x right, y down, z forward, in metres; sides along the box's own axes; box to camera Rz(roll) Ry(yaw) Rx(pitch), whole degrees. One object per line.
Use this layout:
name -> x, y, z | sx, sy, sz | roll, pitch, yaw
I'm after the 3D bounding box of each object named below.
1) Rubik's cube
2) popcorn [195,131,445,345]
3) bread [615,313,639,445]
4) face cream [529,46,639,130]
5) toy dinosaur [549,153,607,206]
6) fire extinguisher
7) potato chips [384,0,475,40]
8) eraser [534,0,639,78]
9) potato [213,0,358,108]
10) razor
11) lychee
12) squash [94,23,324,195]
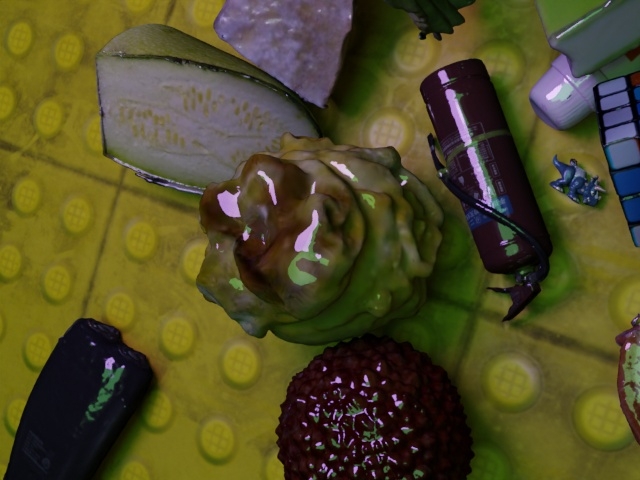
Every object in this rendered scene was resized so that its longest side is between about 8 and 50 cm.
Rubik's cube -> 0.414, -0.108, 0.901 | 0.155, 0.154, 0.151 | -14, 120, 24
popcorn -> 0.004, -0.005, 1.049 | 0.312, 0.312, 0.313 | -2, 85, 25
bread -> 0.451, 0.182, 0.910 | 0.190, 0.123, 0.244 | -48, 67, 16
face cream -> 0.410, -0.274, 0.976 | 0.345, 0.102, 0.102 | -43, 70, 15
toy dinosaur -> 0.337, -0.079, 1.033 | 0.083, 0.030, 0.047 | 38, 101, 22
fire extinguisher -> 0.222, -0.064, 1.055 | 0.141, 0.105, 0.342 | -37, 67, 60
potato chips -> 0.079, -0.428, 0.993 | 0.097, 0.389, 0.373 | -33, 66, 26
eraser -> 0.352, -0.352, 0.942 | 0.210, 0.092, 0.274 | -29, 43, 27
potato -> -0.013, -0.361, 1.124 | 0.211, 0.189, 0.264 | 30, 119, -5
razor -> -0.415, 0.305, 1.316 | 0.189, 0.107, 0.327 | 32, 100, 25
lychee -> 0.070, 0.256, 1.023 | 0.264, 0.300, 0.265 | 0, 92, -14
squash -> -0.157, -0.166, 1.177 | 0.309, 0.210, 0.234 | 35, 136, 27
